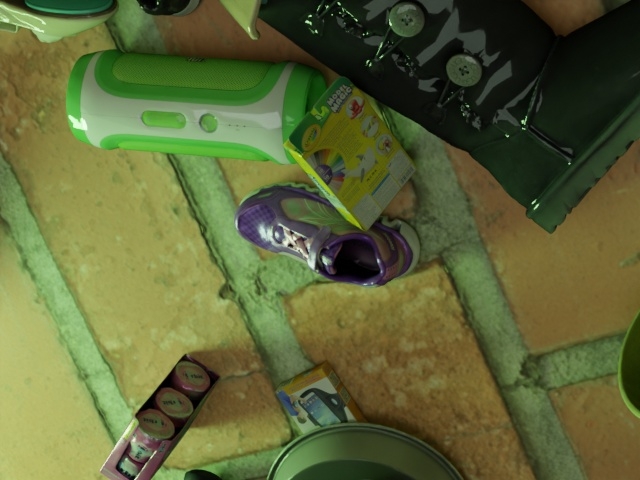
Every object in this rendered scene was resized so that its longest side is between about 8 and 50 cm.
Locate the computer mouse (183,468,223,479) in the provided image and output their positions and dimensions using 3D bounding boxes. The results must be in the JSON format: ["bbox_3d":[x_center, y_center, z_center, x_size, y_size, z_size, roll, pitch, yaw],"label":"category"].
[{"bbox_3d":[-0.097,0.401,1.781,0.242,0.041,0.071,45,154,-11],"label":"computer mouse"}]

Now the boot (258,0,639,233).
[{"bbox_3d":[0.186,-0.272,1.378,0.445,0.146,0.367,40,115,4],"label":"boot"}]

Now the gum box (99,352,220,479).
[{"bbox_3d":[-0.211,0.243,1.670,0.062,0.188,0.107,33,117,2],"label":"gum box"}]

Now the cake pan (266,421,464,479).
[{"bbox_3d":[0.061,0.378,1.700,0.293,0.054,0.293,6,118,11],"label":"cake pan"}]

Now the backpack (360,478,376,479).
[{"bbox_3d":[0.025,0.450,1.594,0.276,0.213,0.263,-22,100,26],"label":"backpack"}]

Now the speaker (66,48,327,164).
[{"bbox_3d":[-0.147,-0.161,1.521,0.296,0.131,0.131,6,113,15],"label":"speaker"}]

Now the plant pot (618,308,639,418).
[{"bbox_3d":[0.528,0.175,1.395,0.275,0.275,0.293,-38,112,26],"label":"plant pot"}]

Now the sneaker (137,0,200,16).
[{"bbox_3d":[-0.217,-0.363,1.473,0.078,0.106,0.234,-18,105,22],"label":"sneaker"}]

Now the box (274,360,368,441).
[{"bbox_3d":[0.010,0.235,1.689,0.081,0.028,0.136,-29,99,26],"label":"box"}]

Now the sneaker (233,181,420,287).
[{"bbox_3d":[0.000,0.000,1.555,0.236,0.104,0.095,16,116,12],"label":"sneaker"}]

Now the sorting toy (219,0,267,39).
[{"bbox_3d":[-0.080,-0.352,1.412,0.038,0.193,0.208,-1,120,-24],"label":"sorting toy"}]

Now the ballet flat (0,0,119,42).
[{"bbox_3d":[-0.362,-0.289,1.573,0.248,0.086,0.086,15,115,13],"label":"ballet flat"}]

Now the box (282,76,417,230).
[{"bbox_3d":[0.030,-0.103,1.462,0.043,0.105,0.179,30,166,44],"label":"box"}]
